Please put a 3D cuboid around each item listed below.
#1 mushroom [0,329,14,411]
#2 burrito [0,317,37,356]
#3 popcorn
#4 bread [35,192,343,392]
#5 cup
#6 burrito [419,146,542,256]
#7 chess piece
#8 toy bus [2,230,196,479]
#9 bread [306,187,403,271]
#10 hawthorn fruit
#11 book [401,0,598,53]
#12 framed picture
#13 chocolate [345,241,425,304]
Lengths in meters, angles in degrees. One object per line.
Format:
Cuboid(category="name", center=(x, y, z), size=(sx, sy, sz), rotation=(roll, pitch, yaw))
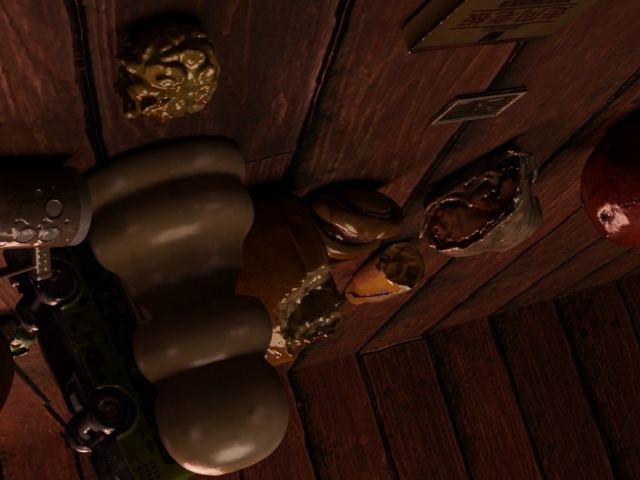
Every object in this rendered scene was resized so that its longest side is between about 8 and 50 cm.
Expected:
Cuboid(category="mushroom", center=(-0.478, 0.126, 1.077), size=(0.345, 0.259, 0.345), rotation=(-18, 136, -18))
Cuboid(category="burrito", center=(-0.519, 0.161, 1.521), size=(0.288, 0.054, 0.104), rotation=(-18, 168, 5))
Cuboid(category="popcorn", center=(-0.110, -0.120, 0.812), size=(0.082, 0.057, 0.083), rotation=(-28, 161, 38))
Cuboid(category="bread", center=(-0.150, 0.071, 1.305), size=(0.344, 0.195, 0.149), rotation=(-19, -172, 7))
Cuboid(category="cup", center=(-0.266, -0.019, 0.992), size=(0.099, 0.074, 0.102), rotation=(-3, 142, -41))
Cuboid(category="burrito", center=(0.219, -0.034, 1.554), size=(0.175, 0.107, 0.348), rotation=(-32, 168, 6))
Cuboid(category="chess piece", center=(-0.114, 0.070, 1.081), size=(0.167, 0.299, 0.167), rotation=(-17, 170, -3))
Cuboid(category="toy bus", center=(-0.208, 0.113, 1.157), size=(0.139, 0.301, 0.113), rotation=(-18, 168, -34))
Cuboid(category="bread", center=(0.000, 0.000, 1.442), size=(0.134, 0.081, 0.225), rotation=(-8, 164, -41))
Cuboid(category="hawthorn fruit", center=(0.445, -0.086, 1.466), size=(0.181, 0.181, 0.235), rotation=(-10, 166, -29))
Cuboid(category="book", center=(0.183, -0.211, 0.877), size=(0.161, 0.026, 0.231), rotation=(-10, 167, -30))
Cuboid(category="framed picture", center=(0.167, -0.142, 1.209), size=(0.089, 0.006, 0.066), rotation=(-11, 167, -26))
Cuboid(category="chocolate", center=(0.098, 0.066, 1.893), size=(0.086, 0.085, 0.219), rotation=(-12, 169, -21))
